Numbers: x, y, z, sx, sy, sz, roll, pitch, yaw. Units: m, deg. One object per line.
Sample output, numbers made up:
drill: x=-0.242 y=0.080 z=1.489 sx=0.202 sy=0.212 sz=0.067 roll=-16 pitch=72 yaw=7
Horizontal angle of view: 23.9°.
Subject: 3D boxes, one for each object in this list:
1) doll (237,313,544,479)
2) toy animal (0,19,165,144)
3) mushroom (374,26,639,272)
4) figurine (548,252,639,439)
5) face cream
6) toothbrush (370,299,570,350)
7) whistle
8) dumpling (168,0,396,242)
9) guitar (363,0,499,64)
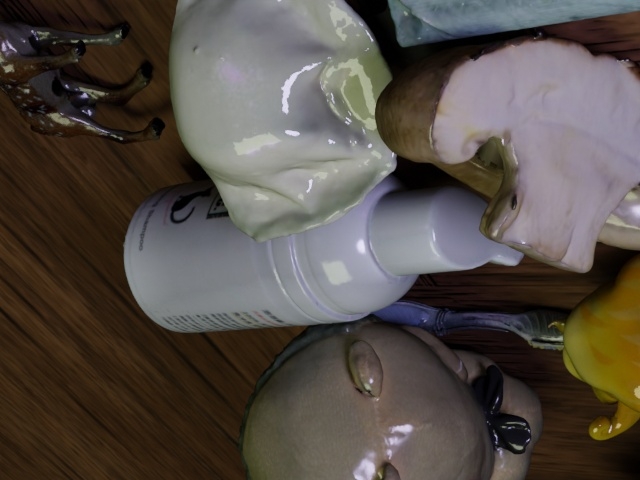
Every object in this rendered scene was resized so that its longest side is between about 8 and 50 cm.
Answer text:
doll: x=0.080 y=0.192 z=1.428 sx=0.247 sy=0.247 sz=0.349 roll=10 pitch=172 yaw=26
toy animal: x=-0.285 y=-0.159 z=1.340 sx=0.260 sy=0.087 sz=0.243 roll=4 pitch=142 yaw=28
mushroom: x=0.143 y=-0.067 z=1.104 sx=0.286 sy=0.156 sz=0.151 roll=22 pitch=174 yaw=-37
figurine: x=0.273 y=0.096 z=1.292 sx=0.156 sy=0.131 sz=0.246 roll=-3 pitch=158 yaw=7
face cream: x=0.000 y=0.000 z=1.317 sx=0.370 sy=0.145 sz=0.145 roll=-9 pitch=136 yaw=43
toothbrush: x=0.072 y=0.073 z=1.480 sx=0.413 sy=0.035 sz=0.042 roll=5 pitch=147 yaw=31
whistle: x=0.171 y=-0.171 z=0.961 sx=0.312 sy=0.062 sz=0.062 roll=-4 pitch=139 yaw=38
dumpling: x=-0.026 y=-0.122 z=1.165 sx=0.179 sy=0.131 sz=0.252 roll=-1 pitch=105 yaw=35
guitar: x=0.053 y=-0.146 z=1.162 sx=0.088 sy=0.025 sz=0.233 roll=37 pitch=148 yaw=-12
